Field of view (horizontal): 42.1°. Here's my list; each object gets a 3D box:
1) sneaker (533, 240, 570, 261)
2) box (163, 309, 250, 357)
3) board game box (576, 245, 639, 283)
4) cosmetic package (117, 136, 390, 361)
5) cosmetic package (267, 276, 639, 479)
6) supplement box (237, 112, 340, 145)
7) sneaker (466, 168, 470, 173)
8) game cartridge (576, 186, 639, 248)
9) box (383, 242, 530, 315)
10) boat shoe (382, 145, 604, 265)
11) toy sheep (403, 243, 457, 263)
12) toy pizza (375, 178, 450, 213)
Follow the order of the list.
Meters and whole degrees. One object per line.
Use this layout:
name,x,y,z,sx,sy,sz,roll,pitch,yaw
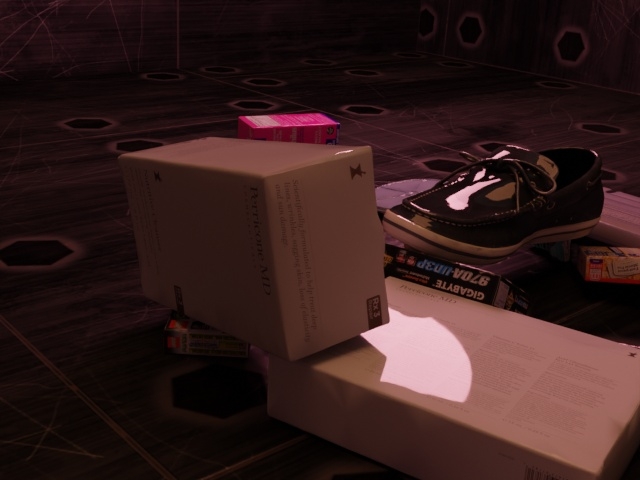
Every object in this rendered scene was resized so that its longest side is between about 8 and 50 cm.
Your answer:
sneaker,0.418,0.000,1.526,0.076,0.065,0.166,-7,13,19
box,-0.148,0.099,1.183,0.114,0.036,0.207,3,21,0
board game box,0.529,0.041,1.368,0.193,0.045,0.147,3,7,12
cosmetic package,-0.095,-0.010,1.041,0.156,0.217,0.385,-17,15,-32
cosmetic package,0.171,0.169,0.966,0.377,0.097,0.284,16,26,31
supplement box,-0.076,-0.231,1.960,0.220,0.111,0.114,-6,23,-22
sneaker,0.335,-0.099,1.756,0.118,0.083,0.222,-7,18,44
game cartridge,0.629,-0.017,1.590,0.230,0.068,0.355,-18,30,-37
box,0.177,0.060,1.213,0.220,0.051,0.175,16,-5,29
boat shoe,0.292,-0.071,1.332,0.500,0.156,0.187,-10,29,-39
toy sheep,0.200,0.014,1.403,0.132,0.091,0.091,10,17,-22
toy pizza,0.190,-0.083,1.703,0.201,0.032,0.201,-7,20,2
